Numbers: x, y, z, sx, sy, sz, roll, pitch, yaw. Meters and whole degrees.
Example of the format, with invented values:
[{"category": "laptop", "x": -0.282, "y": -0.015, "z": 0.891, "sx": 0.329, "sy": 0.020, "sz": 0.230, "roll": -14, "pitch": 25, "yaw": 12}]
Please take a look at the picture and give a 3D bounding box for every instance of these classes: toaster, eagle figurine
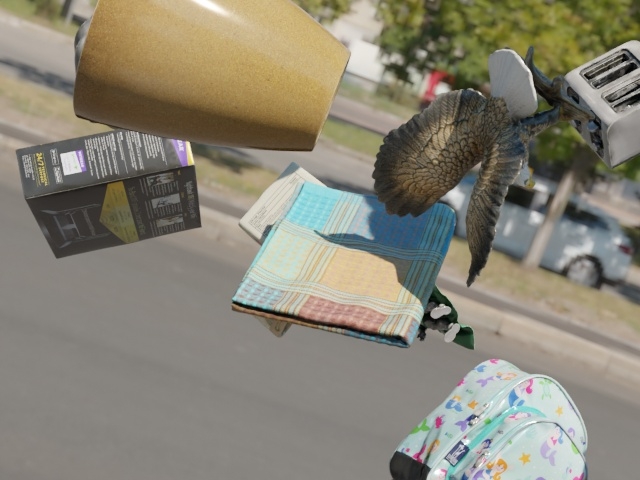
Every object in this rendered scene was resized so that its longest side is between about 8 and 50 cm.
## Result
[{"category": "toaster", "x": 0.520, "y": -0.231, "z": 2.107, "sx": 0.168, "sy": 0.186, "sz": 0.110, "roll": 63, "pitch": -1, "yaw": 46}, {"category": "eagle figurine", "x": 0.230, "y": -0.113, "z": 1.744, "sx": 0.225, "sy": 0.298, "sz": 0.226, "roll": 46, "pitch": 2, "yaw": -11}]

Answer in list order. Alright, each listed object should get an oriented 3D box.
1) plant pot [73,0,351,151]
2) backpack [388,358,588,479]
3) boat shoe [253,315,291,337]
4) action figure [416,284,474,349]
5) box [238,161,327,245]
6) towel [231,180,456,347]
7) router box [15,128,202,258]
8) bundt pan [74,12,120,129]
[{"category": "plant pot", "x": -0.105, "y": -0.196, "z": 1.358, "sx": 0.254, "sy": 0.237, "sz": 0.237, "roll": 22, "pitch": 7, "yaw": 0}, {"category": "backpack", "x": 0.248, "y": 0.296, "z": 1.696, "sx": 0.191, "sy": 0.253, "sz": 0.225, "roll": 8, "pitch": -40, "yaw": 54}, {"category": "boat shoe", "x": -0.023, "y": 0.077, "z": 2.394, "sx": 0.098, "sy": 0.302, "sz": 0.109, "roll": 47, "pitch": 35, "yaw": 5}, {"category": "action figure", "x": 0.180, "y": 0.125, "z": 2.185, "sx": 0.137, "sy": 0.063, "sz": 0.232, "roll": 62, "pitch": -13, "yaw": -11}, {"category": "box", "x": 0.000, "y": 0.000, "z": 2.128, "sx": 0.232, "sy": 0.148, "sz": 0.127, "roll": 39, "pitch": -4, "yaw": 37}, {"category": "towel", "x": 0.046, "y": 0.024, "z": 1.874, "sx": 0.271, "sy": 0.040, "sz": 0.370, "roll": 11, "pitch": 31, "yaw": 11}, {"category": "router box", "x": -0.309, "y": -0.074, "z": 1.888, "sx": 0.243, "sy": 0.081, "sz": 0.309, "roll": -12, "pitch": -16, "yaw": -8}, {"category": "bundt pan", "x": -0.233, "y": -0.303, "z": 1.941, "sx": 0.331, "sy": 0.124, "sz": 0.331, "roll": -5, "pitch": 35, "yaw": 3}]
